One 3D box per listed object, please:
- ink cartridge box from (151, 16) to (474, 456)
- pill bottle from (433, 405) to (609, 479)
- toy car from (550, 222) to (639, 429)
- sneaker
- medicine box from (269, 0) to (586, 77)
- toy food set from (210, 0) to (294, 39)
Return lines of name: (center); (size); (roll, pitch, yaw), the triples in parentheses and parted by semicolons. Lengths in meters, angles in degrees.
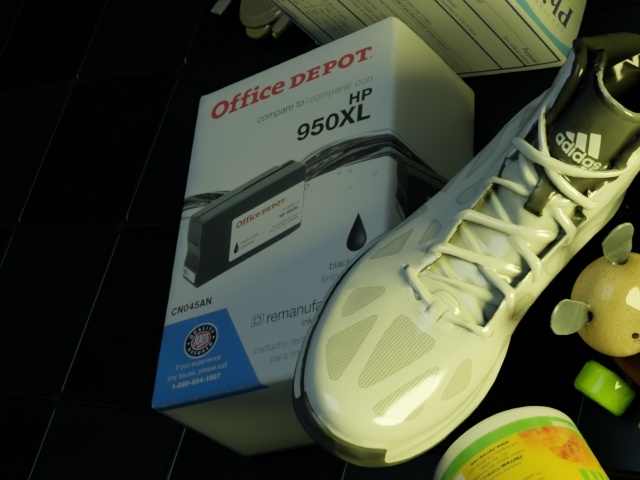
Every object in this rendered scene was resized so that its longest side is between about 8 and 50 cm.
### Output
ink cartridge box: (0.000, 0.000, 1.309); (0.285, 0.166, 0.395); (-17, 54, 33)
pill bottle: (0.196, 0.265, 0.987); (0.136, 0.136, 0.246); (-41, 44, 14)
toy car: (0.264, 0.063, 1.016); (0.149, 0.188, 0.155); (33, 88, 48)
sneaker: (0.144, -0.025, 1.023); (0.169, 0.257, 0.447); (37, 62, 12)
medicine box: (0.102, -0.302, 1.339); (0.289, 0.263, 0.149); (-1, 64, 41)
toy food set: (-0.059, -0.326, 1.673); (0.132, 0.038, 0.192); (-51, 37, -7)
